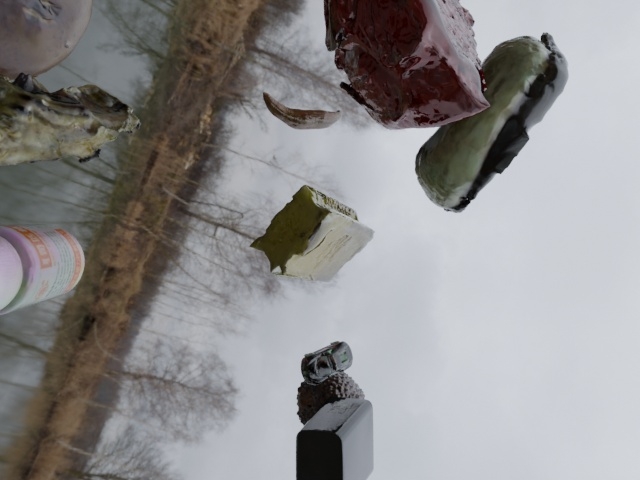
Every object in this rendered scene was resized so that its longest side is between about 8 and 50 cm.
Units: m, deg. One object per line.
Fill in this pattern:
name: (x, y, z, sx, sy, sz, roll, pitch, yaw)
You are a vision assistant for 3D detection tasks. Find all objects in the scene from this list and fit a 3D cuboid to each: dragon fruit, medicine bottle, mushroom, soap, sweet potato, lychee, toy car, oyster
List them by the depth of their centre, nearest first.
oyster: (-0.349, -0.156, 0.484, 0.294, 0.166, 0.094, -27, 144, -48)
dragon fruit: (0.102, -0.351, 0.650, 0.240, 0.330, 0.302, -45, -152, -22)
soap: (-0.001, -0.001, 0.734, 0.135, 0.076, 0.233, -46, 160, 12)
mushroom: (-0.628, -0.473, 0.788, 0.334, 0.356, 0.330, -31, -141, 67)
mushroom: (0.282, -0.214, 0.803, 0.344, 0.130, 0.247, -54, -163, 40)
toy car: (0.019, 0.274, 0.984, 0.055, 0.142, 0.069, -19, -95, 47)
medicine bottle: (-0.780, 0.068, 1.086, 0.388, 0.219, 0.219, -135, -112, -87)
lychee: (0.034, 0.425, 1.141, 0.188, 0.188, 0.188, -56, -159, 34)
sweet potato: (-0.048, -0.347, 1.224, 0.058, 0.255, 0.078, 37, -61, 55)

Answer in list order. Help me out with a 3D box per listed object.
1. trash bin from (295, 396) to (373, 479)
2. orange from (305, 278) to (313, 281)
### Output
trash bin: (0.031, 0.438, 0.910, 0.225, 0.115, 0.165, 16, 73, -70)
orange: (-0.006, 0.012, 0.955, 0.159, 0.136, 0.158, -22, -119, 46)
